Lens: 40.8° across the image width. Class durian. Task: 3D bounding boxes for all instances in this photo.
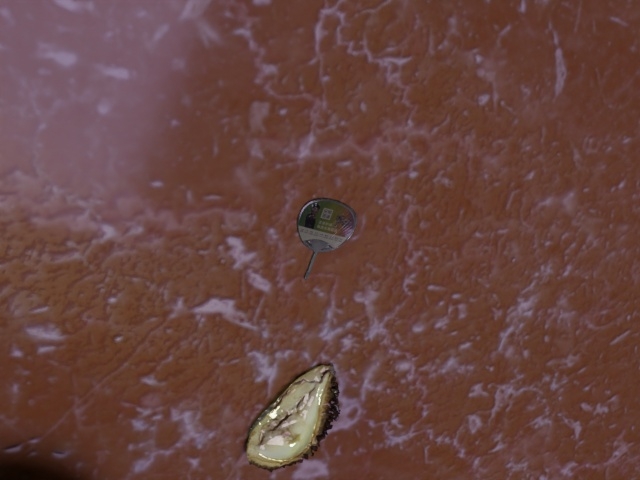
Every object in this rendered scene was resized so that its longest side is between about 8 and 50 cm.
[{"bbox_3d":[-0.021,0.185,0.879,0.066,0.052,0.130,43,87,8],"label":"durian"}]

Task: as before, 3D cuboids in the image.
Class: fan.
[{"bbox_3d":[-0.003,-0.008,0.818,0.080,0.003,0.060,-45,120,-1],"label":"fan"}]
